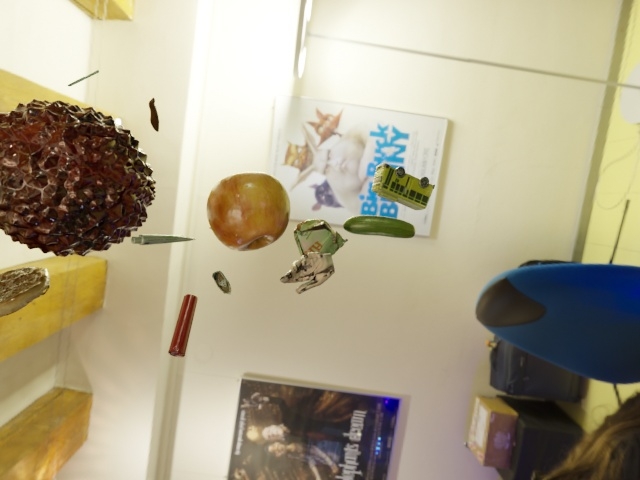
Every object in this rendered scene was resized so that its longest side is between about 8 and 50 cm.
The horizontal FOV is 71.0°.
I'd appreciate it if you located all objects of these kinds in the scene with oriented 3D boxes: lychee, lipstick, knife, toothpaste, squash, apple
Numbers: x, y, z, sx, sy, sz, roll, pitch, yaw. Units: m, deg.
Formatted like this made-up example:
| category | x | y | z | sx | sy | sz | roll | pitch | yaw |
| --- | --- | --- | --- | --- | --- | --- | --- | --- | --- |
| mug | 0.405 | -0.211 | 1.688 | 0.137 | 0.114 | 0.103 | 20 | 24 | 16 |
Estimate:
| category | x | y | z | sx | sy | sz | roll | pitch | yaw |
| --- | --- | --- | --- | --- | --- | --- | --- | --- | --- |
| lychee | -0.692 | -0.164 | 1.206 | 0.424 | 0.500 | 0.425 | 9 | -90 | -75 |
| lipstick | -0.600 | 0.372 | 1.968 | 0.073 | 0.073 | 0.280 | 100 | 175 | -53 |
| knife | -0.575 | -0.393 | 1.088 | 0.005 | 0.091 | 0.014 | 59 | -168 | -48 |
| toothpaste | -0.697 | -0.006 | 1.997 | 0.297 | 0.074 | 0.048 | -3 | -79 | -53 |
| squash | 0.236 | -0.057 | 1.775 | 0.082 | 0.292 | 0.082 | -175 | 90 | -89 |
| apple | -0.234 | -0.092 | 1.478 | 0.286 | 0.286 | 0.233 | 105 | 151 | -77 |

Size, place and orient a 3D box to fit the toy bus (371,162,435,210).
| category | x | y | z | sx | sy | sz | roll | pitch | yaw |
| --- | --- | --- | --- | --- | --- | --- | --- | --- | --- |
| toy bus | 0.245 | -0.161 | 1.362 | 0.088 | 0.175 | 0.101 | -174 | 105 | -77 |

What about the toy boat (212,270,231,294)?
| category | x | y | z | sx | sy | sz | roll | pitch | yaw |
| --- | --- | --- | --- | --- | --- | --- | --- | --- | --- |
| toy boat | -0.291 | 0.127 | 1.335 | 0.083 | 0.038 | 0.038 | 55 | 179 | -1 |

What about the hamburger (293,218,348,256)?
| category | x | y | z | sx | sy | sz | roll | pitch | yaw |
| --- | --- | --- | --- | --- | --- | --- | --- | --- | --- |
| hamburger | 0.003 | 0.000 | 2.039 | 0.125 | 0.235 | 0.214 | -105 | -5 | -52 |

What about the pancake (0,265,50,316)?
| category | x | y | z | sx | sy | sz | roll | pitch | yaw |
| --- | --- | --- | --- | --- | --- | --- | --- | --- | --- |
| pancake | -0.861 | 0.142 | 1.188 | 0.282 | 0.282 | 0.049 | -85 | -14 | -64 |

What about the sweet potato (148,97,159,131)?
| category | x | y | z | sx | sy | sz | roll | pitch | yaw |
| --- | --- | --- | --- | --- | --- | --- | --- | --- | --- |
| sweet potato | -0.458 | -0.347 | 1.232 | 0.115 | 0.026 | 0.026 | 103 | 175 | -52 |

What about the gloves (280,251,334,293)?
| category | x | y | z | sx | sy | sz | roll | pitch | yaw |
| --- | --- | --- | --- | --- | --- | --- | --- | --- | --- |
| gloves | -0.054 | 0.117 | 1.698 | 0.111 | 0.212 | 0.128 | -128 | 28 | -63 |
